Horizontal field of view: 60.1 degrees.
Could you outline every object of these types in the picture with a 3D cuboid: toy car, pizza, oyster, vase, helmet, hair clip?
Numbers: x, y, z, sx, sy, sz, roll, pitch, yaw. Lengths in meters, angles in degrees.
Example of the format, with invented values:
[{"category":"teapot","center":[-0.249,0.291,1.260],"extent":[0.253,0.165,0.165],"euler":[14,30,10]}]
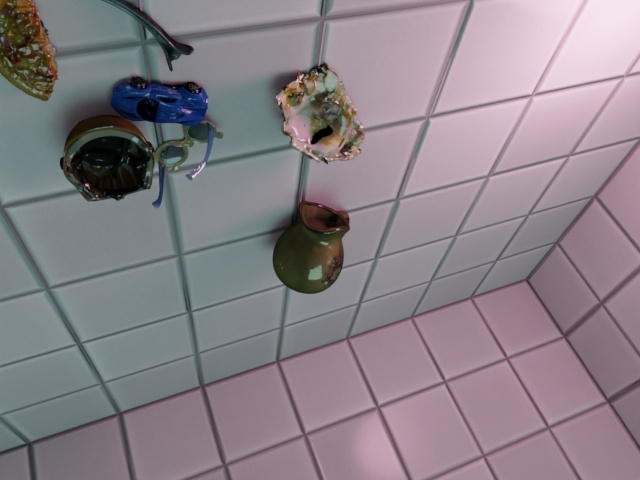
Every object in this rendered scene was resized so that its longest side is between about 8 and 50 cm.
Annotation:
[{"category":"toy car","center":[-0.355,-0.303,1.239],"extent":[0.216,0.063,0.103],"euler":[-5,145,-32]},{"category":"pizza","center":[-0.552,-0.353,1.017],"extent":[0.127,0.058,0.246],"euler":[-10,149,-25]},{"category":"oyster","center":[-0.006,-0.315,1.465],"extent":[0.201,0.107,0.354],"euler":[-46,137,-3]},{"category":"vase","center":[0.000,0.000,1.874],"extent":[0.329,0.240,0.302],"euler":[-33,152,-52]},{"category":"helmet","center":[-0.480,-0.198,1.246],"extent":[0.198,0.130,0.224],"euler":[-18,142,-16]},{"category":"hair clip","center":[-0.350,-0.425,1.086],"extent":[0.070,0.039,0.229],"euler":[-34,144,15]}]

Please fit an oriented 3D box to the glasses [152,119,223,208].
[{"category":"glasses","center":[-0.340,-0.191,1.311],"extent":[0.189,0.221,0.088],"euler":[-31,116,23]}]
